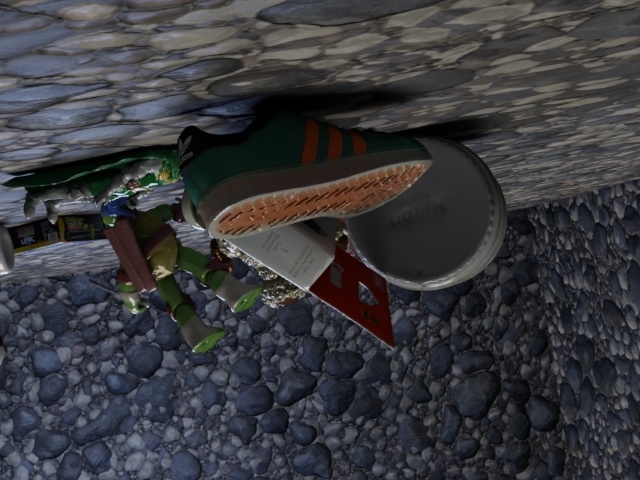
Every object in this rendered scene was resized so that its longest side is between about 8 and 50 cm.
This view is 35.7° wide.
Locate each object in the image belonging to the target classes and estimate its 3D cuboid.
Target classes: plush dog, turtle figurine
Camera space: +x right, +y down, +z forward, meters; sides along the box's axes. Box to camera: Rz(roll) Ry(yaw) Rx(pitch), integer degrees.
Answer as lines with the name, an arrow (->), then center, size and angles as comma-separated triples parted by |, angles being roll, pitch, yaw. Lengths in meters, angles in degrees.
plush dog -> -0.102, -0.014, 1.997 | 0.225, 0.210, 0.262 | 11, 137, -38
turtle figurine -> -0.221, 0.038, 1.563 | 0.198, 0.266, 0.274 | -38, 164, -24

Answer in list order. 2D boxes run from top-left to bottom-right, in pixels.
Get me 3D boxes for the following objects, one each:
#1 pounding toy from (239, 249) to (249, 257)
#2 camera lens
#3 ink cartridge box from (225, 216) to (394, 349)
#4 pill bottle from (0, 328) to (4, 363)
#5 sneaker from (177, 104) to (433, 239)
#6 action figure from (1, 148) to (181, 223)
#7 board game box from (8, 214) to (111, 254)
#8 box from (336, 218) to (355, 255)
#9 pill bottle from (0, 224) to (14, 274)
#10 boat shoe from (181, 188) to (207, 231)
pounding toy -> -0.109, -0.041, 1.656 | 0.141, 0.130, 0.100 | -6, 164, -46
camera lens -> 0.159, -0.038, 1.457 | 0.219, 0.219, 0.274 | -10, 177, 12
ink cartridge box -> 0.000, 0.000, 1.186 | 0.239, 0.060, 0.275 | 33, -167, -7
pill bottle -> -0.561, 0.119, 1.466 | 0.169, 0.301, 0.169 | -9, 177, 0
sneaker -> -0.011, -0.091, 1.041 | 0.302, 0.121, 0.108 | -11, 155, -39
action figure -> -0.245, -0.070, 1.195 | 0.232, 0.063, 0.137 | -14, 173, 20
board game box -> -0.470, -0.009, 1.782 | 0.170, 0.048, 0.141 | -11, 178, 34
box -> -0.020, -0.006, 2.459 | 0.123, 0.128, 0.257 | -8, 177, -19
pill bottle -> -0.600, 0.025, 1.667 | 0.152, 0.086, 0.086 | -9, 177, -2
boat shoe -> -0.068, -0.054, 1.541 | 0.305, 0.109, 0.091 | -1, 177, -44
